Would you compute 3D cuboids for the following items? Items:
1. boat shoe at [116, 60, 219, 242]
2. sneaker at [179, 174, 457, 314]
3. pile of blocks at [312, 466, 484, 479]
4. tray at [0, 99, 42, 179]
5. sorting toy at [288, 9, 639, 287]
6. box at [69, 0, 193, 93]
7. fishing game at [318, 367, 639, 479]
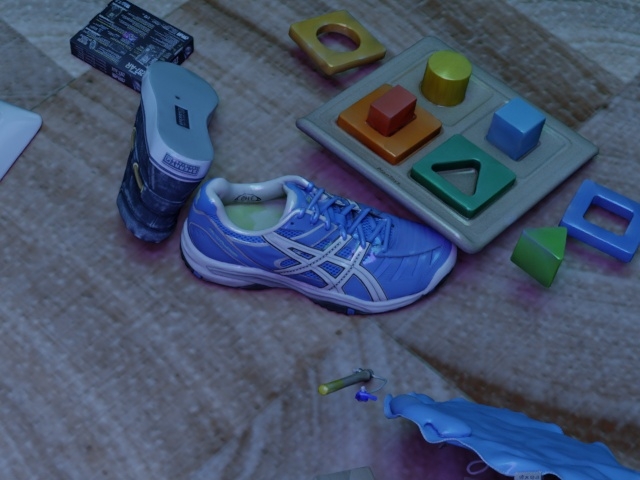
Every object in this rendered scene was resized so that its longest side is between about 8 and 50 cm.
[{"bbox_3d":[-0.126,-0.074,1.155,0.065,0.083,0.183,24,25,-16],"label":"boat shoe"},{"bbox_3d":[0.000,0.000,1.097,0.211,0.081,0.080,4,53,-4],"label":"sneaker"},{"bbox_3d":[-0.001,0.241,0.921,0.362,0.113,0.149,-5,43,-17],"label":"pile of blocks"},{"bbox_3d":[-0.375,-0.104,1.178,0.270,0.030,0.145,22,56,11],"label":"tray"},{"bbox_3d":[0.105,-0.092,1.163,0.347,0.047,0.196,37,48,21],"label":"sorting toy"},{"bbox_3d":[-0.160,-0.166,1.241,0.083,0.018,0.067,30,58,16],"label":"box"},{"bbox_3d":[0.128,0.142,0.973,0.264,0.189,0.041,17,95,10],"label":"fishing game"}]
